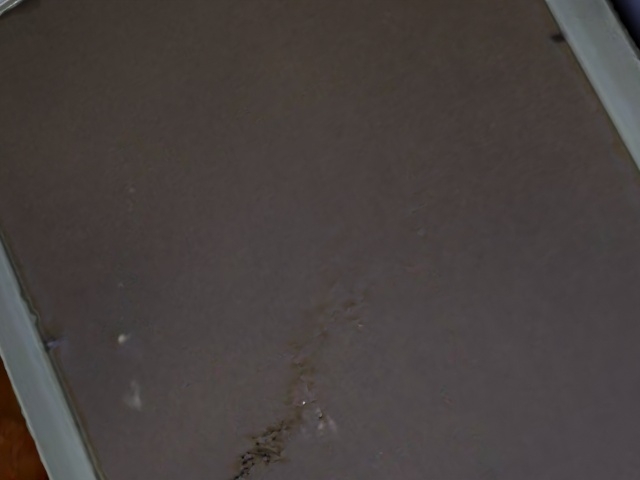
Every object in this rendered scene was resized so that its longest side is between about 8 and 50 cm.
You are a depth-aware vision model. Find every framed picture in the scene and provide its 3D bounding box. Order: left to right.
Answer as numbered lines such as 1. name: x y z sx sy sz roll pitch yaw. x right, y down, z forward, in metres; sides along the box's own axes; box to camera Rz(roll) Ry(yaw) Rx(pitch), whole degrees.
1. framed picture: 0.000 0.000 0.572 0.231 0.018 0.293 -31 69 15

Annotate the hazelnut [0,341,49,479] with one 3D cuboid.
1. hazelnut: -0.185 0.040 0.650 0.204 0.178 0.178 44 115 13
